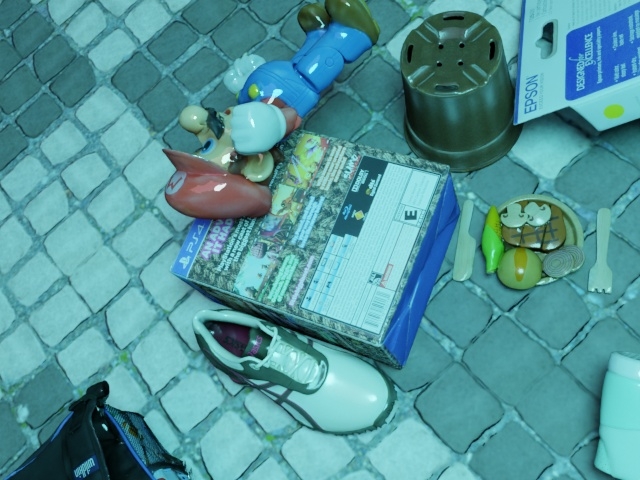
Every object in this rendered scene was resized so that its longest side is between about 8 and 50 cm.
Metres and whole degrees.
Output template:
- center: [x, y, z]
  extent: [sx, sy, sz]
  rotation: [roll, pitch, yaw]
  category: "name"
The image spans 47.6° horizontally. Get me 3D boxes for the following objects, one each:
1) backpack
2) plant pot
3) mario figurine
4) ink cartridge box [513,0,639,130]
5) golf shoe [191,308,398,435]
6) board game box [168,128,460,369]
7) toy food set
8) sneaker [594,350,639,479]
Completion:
- center: [-0.241, 0.354, 0.827]
  extent: [0.276, 0.213, 0.263]
  rotation: [-48, 56, 1]
  category: "backpack"
- center: [0.179, -0.198, 0.945]
  extent: [0.167, 0.165, 0.167]
  rotation: [-5, 68, 14]
  category: "plant pot"
- center: [-0.078, -0.168, 0.842]
  extent: [0.170, 0.198, 0.320]
  rotation: [33, 76, 13]
  category: "mario figurine"
- center: [0.399, -0.272, 0.889]
  extent: [0.307, 0.072, 0.303]
  rotation: [-19, 40, 37]
  category: "ink cartridge box"
- center: [-0.041, 0.160, 0.895]
  extent: [0.273, 0.120, 0.105]
  rotation: [18, 73, 21]
  category: "golf shoe"
- center: [0.000, 0.000, 0.931]
  extent: [0.291, 0.141, 0.232]
  rotation: [18, 75, 22]
  category: "board game box"
- center: [0.265, -0.001, 0.910]
  extent: [0.192, 0.038, 0.132]
  rotation: [3, 70, 18]
  category: "toy food set"
- center: [0.416, 0.218, 0.761]
  extent: [0.256, 0.094, 0.151]
  rotation: [13, 94, 8]
  category: "sneaker"
